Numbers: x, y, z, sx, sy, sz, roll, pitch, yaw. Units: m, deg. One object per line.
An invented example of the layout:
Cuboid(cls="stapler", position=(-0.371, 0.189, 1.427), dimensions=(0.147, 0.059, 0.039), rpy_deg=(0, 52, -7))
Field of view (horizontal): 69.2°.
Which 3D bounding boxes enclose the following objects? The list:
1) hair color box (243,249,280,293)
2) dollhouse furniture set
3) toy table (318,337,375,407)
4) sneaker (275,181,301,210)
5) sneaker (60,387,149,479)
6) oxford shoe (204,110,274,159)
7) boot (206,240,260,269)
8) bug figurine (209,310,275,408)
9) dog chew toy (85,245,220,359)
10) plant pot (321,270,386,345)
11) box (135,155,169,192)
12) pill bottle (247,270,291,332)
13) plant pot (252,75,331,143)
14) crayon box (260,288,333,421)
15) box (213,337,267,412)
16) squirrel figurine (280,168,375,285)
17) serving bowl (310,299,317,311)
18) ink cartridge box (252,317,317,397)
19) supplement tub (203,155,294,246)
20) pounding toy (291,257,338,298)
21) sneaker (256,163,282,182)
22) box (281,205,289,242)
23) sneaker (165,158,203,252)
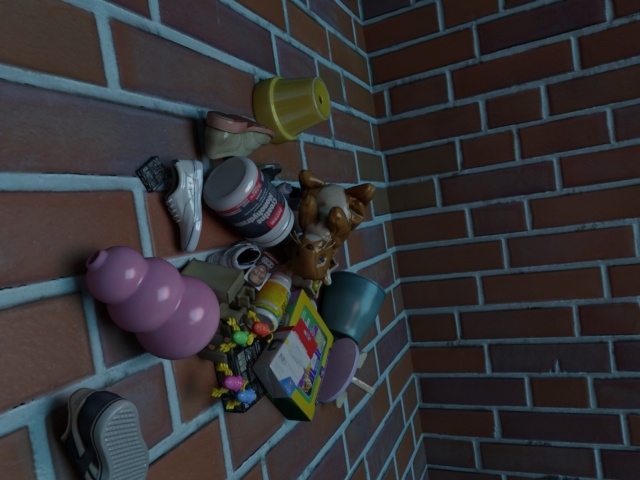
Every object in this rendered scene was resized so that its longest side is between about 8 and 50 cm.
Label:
Cuboid(cls="hair color box", position=(-0.203, 0.104, 1.563), dimensions=(0.072, 0.043, 0.141), rpy_deg=(40, 52, -8))
Cuboid(cls="dollhouse furniture set", position=(-0.306, 0.190, 1.333), dimensions=(0.212, 0.160, 0.242), rpy_deg=(-62, 159, -51))
Cuboid(cls="toy table", position=(0.090, 0.556, 1.922), dimensions=(0.274, 0.252, 0.161), rpy_deg=(-51, 133, -6))
Cuboid(cls="sneaker", position=(-0.096, -0.171, 1.823), dimensions=(0.237, 0.086, 0.085), rpy_deg=(16, 65, -65))
Cuboid(cls="sneaker", position=(-0.443, 0.430, 0.960), dimensions=(0.126, 0.127, 0.321), rpy_deg=(-37, 141, -55))
Cuboid(cls="oxford shoe", position=(-0.276, -0.336, 1.547), dimensions=(0.397, 0.140, 0.147), rpy_deg=(-22, 134, -69))
Cuboid(cls="boot", position=(-0.238, 0.053, 1.475), dimensions=(0.258, 0.123, 0.095), rpy_deg=(-30, 111, -63))
Cuboid(cls="bug figurine", position=(-0.210, 0.335, 1.288), dimensions=(0.216, 0.072, 0.279), rpy_deg=(42, 57, -67))
Cuboid(cls="dog chew toy", position=(-0.388, 0.134, 1.067), dimensions=(0.332, 0.206, 0.207), rpy_deg=(48, 41, -37))
Cuboid(cls="plant pot", position=(0.119, 0.311, 2.029), dimensions=(0.272, 0.271, 0.255), rpy_deg=(54, 50, -45))
Cuboid(cls="box", position=(-0.443, -0.176, 1.229), dimensions=(0.067, 0.018, 0.083), rpy_deg=(66, 30, -32))
Cuboid(cls="pill bottle", position=(-0.170, 0.205, 1.583), dimensions=(0.118, 0.117, 0.208), rpy_deg=(65, 30, -32))
Cuboid(cls="plant pot", position=(-0.097, -0.522, 1.803), dimensions=(0.254, 0.238, 0.254), rpy_deg=(-7, 90, -66))
Cuboid(cls="crayon box", position=(-0.092, 0.418, 1.704), dimensions=(0.313, 0.106, 0.363), rpy_deg=(60, 34, -36))
Cuboid(cls="box", position=(-0.240, 0.410, 1.423), dimensions=(0.147, 0.077, 0.180), rpy_deg=(-25, 105, -63))
Cuboid(cls="squirrel figurine", position=(0.000, 0.000, 1.698), dimensions=(0.397, 0.280, 0.371), rpy_deg=(105, 1, -60))
Cuboid(cls="serving bowl", position=(-0.045, 0.291, 1.930), dimensions=(0.083, 0.027, 0.084), rpy_deg=(27, 60, -61))
Cuboid(cls="ink cartridge box", position=(-0.107, 0.372, 1.492), dimensions=(0.134, 0.077, 0.231), rpy_deg=(62, 35, -19))
Cuboid(cls="supplement tub", position=(-0.221, -0.116, 1.472), dimensions=(0.272, 0.191, 0.191), rpy_deg=(47, 42, -48))
Cuboid(cls="pounding toy", position=(-0.001, 0.134, 1.918), dimensions=(0.155, 0.154, 0.270), rpy_deg=(61, 33, -37))
Cuboid(cls="sneaker", position=(-0.208, -0.206, 1.663), dimensions=(0.227, 0.087, 0.131), rpy_deg=(-37, 118, -58))
Cuboid(cls="box", position=(-0.157, -0.085, 1.799), dimensions=(0.116, 0.029, 0.162), rpy_deg=(63, 30, -33))
Cuboid(cls="sneaker", position=(-0.381, -0.097, 1.277), dimensions=(0.091, 0.094, 0.258), rpy_deg=(2, 88, -33))
